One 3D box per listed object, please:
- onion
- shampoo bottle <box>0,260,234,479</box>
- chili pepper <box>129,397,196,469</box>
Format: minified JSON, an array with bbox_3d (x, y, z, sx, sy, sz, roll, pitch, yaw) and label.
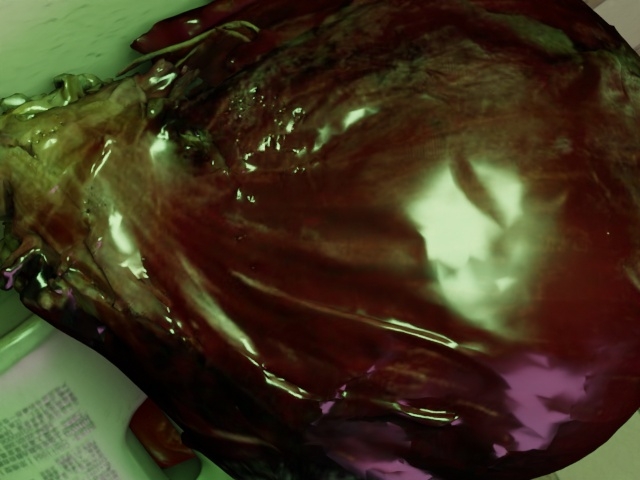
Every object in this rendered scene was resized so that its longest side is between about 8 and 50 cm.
[{"bbox_3d":[0.020,0.000,0.604,0.281,0.221,0.281,-2,172,0],"label":"onion"},{"bbox_3d":[-0.094,0.116,0.722,0.118,0.234,0.087,-37,-151,-13],"label":"shampoo bottle"},{"bbox_3d":[-0.058,0.064,0.833,0.338,0.131,0.134,-32,128,10],"label":"chili pepper"}]
